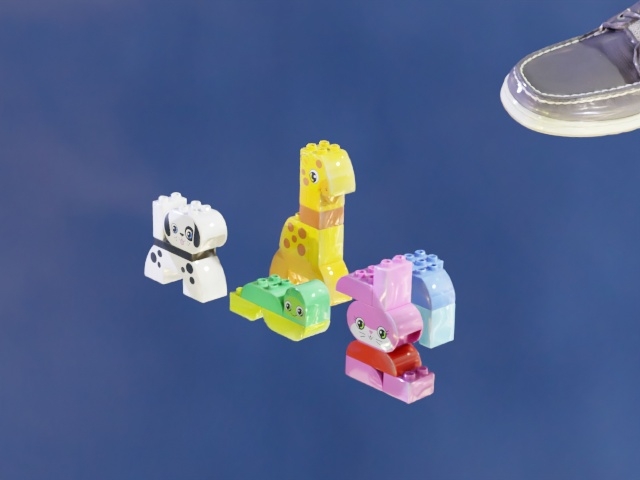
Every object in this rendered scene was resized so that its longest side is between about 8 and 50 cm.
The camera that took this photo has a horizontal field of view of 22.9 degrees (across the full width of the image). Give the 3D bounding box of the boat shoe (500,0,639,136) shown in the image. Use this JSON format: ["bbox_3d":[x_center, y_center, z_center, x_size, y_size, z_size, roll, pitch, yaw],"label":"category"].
[{"bbox_3d":[0.280,-0.159,1.265,0.285,0.092,0.103,-12,-131,-12],"label":"boat shoe"}]

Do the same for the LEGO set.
[{"bbox_3d":[0.000,0.000,0.894,0.087,0.093,0.227,-17,-153,-40],"label":"LEGO set"}]
